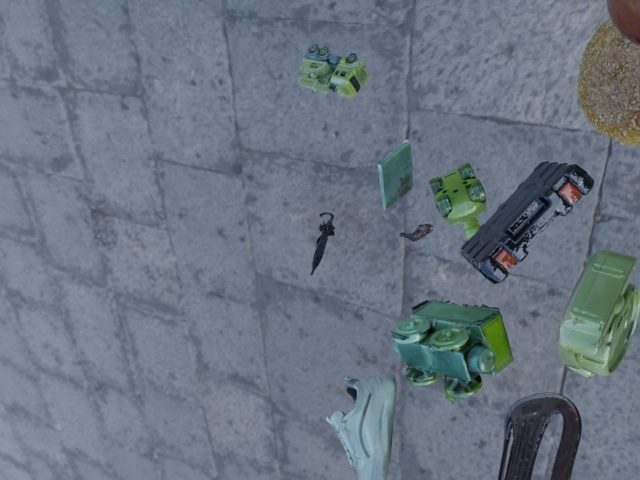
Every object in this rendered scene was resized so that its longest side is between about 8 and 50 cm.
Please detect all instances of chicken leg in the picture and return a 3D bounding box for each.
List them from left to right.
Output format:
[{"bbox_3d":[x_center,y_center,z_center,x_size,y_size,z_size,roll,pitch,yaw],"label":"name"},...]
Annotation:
[{"bbox_3d":[0.234,-0.016,1.443,0.083,0.021,0.036,-21,115,3],"label":"chicken leg"}]

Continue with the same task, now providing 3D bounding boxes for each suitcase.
[{"bbox_3d":[0.427,-0.044,1.266,0.066,0.206,0.285,41,98,-6],"label":"suitcase"}]

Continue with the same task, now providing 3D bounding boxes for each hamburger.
[{"bbox_3d":[0.690,-0.345,1.270,0.302,0.170,0.302,164,90,-75],"label":"hamburger"}]

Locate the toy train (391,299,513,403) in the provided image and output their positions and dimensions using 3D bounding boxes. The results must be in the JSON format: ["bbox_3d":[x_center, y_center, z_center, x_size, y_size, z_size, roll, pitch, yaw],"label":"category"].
[{"bbox_3d":[0.288,0.235,1.334,0.272,0.188,0.159,0,114,55],"label":"toy train"}]

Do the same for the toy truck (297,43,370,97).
[{"bbox_3d":[0.022,-0.385,1.391,0.169,0.100,0.077,26,171,31],"label":"toy truck"}]

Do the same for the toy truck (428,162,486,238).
[{"bbox_3d":[0.425,-0.120,1.797,0.148,0.187,0.210,-24,147,15],"label":"toy truck"}]

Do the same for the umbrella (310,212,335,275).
[{"bbox_3d":[0.005,0.000,0.688,0.022,0.149,0.022,5,120,2],"label":"umbrella"}]

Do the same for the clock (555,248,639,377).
[{"bbox_3d":[0.596,0.180,1.261,0.096,0.235,0.308,18,158,37],"label":"clock"}]

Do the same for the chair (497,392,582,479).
[{"bbox_3d":[0.314,0.401,0.825,0.183,0.326,0.175,37,148,-2],"label":"chair"}]

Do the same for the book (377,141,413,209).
[{"bbox_3d":[0.173,-0.147,1.353,0.017,0.103,0.135,35,152,35],"label":"book"}]

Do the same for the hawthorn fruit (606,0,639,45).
[{"bbox_3d":[0.486,-0.315,0.722,0.224,0.224,0.261,-56,44,42],"label":"hawthorn fruit"}]

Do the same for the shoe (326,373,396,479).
[{"bbox_3d":[0.086,0.449,1.377,0.159,0.316,0.124,11,146,5],"label":"shoe"}]
